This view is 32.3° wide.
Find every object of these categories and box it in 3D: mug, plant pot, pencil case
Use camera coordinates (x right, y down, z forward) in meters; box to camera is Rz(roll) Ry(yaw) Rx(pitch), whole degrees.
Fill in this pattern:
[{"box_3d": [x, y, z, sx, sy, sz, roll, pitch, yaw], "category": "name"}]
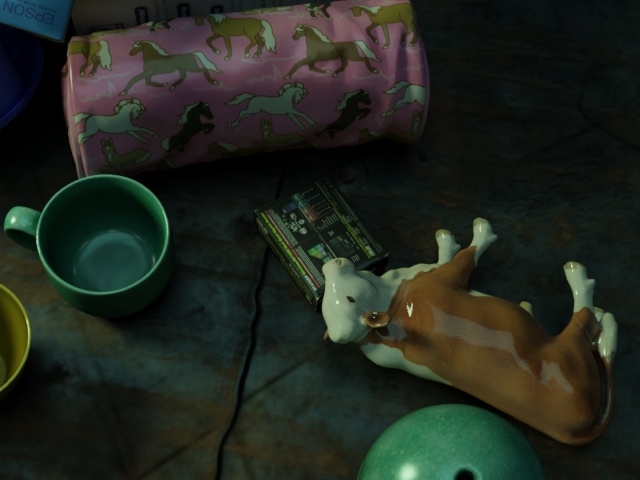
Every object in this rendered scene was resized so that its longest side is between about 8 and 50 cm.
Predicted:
[{"box_3d": [-0.221, 0.003, 1.114, 0.129, 0.097, 0.158, -41, 73, -17], "category": "mug"}, {"box_3d": [-0.340, 0.113, 1.057, 0.134, 0.095, 0.134, 4, 61, -6], "category": "plant pot"}, {"box_3d": [-0.073, -0.157, 1.158, 0.386, 0.167, 0.160, -10, 87, -7], "category": "pencil case"}]

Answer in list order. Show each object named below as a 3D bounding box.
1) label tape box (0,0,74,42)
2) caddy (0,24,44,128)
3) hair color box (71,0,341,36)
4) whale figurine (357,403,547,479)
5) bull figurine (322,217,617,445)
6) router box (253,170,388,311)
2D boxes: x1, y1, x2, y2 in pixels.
[{"box_3d": [-0.321, -0.362, 1.038, 0.240, 0.106, 0.334, 15, 80, -17], "category": "label tape box"}, {"box_3d": [-0.464, -0.174, 1.148, 0.341, 0.179, 0.241, -16, 45, -3], "category": "caddy"}, {"box_3d": [-0.097, -0.274, 1.209, 0.347, 0.174, 0.105, -10, 65, -7], "category": "hair color box"}, {"box_3d": [0.127, 0.277, 0.978, 0.216, 0.141, 0.272, -4, 66, -5], "category": "whale figurine"}, {"box_3d": [0.152, 0.081, 1.090, 0.310, 0.101, 0.188, 29, 62, 4], "category": "bull figurine"}, {"box_3d": [0.000, 0.000, 1.159, 0.092, 0.038, 0.122, -30, 69, -16], "category": "router box"}]
